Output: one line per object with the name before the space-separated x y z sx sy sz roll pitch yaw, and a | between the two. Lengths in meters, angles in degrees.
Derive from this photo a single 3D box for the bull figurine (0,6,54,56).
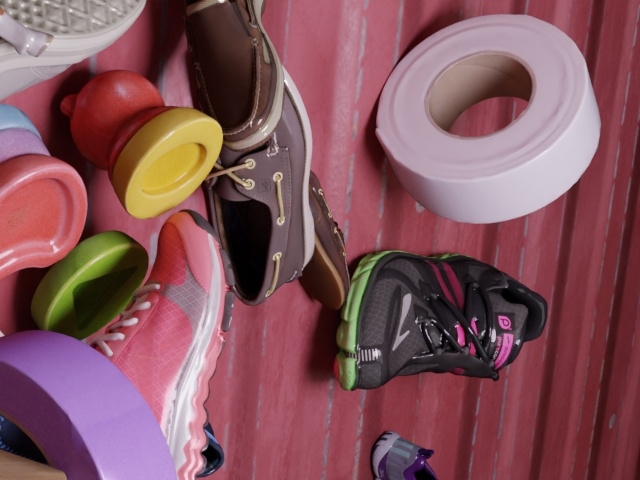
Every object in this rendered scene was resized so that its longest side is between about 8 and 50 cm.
bull figurine | -0.229 -0.294 1.074 0.188 0.101 0.310 39 52 -14

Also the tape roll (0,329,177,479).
tape roll | -0.254 0.219 1.151 0.090 0.275 0.275 -18 117 -56

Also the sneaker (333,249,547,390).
sneaker | 0.179 0.109 1.898 0.483 0.202 0.185 -16 115 -55

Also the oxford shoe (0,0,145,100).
oxford shoe | -0.303 -0.167 1.095 0.130 0.169 0.449 -43 -178 40

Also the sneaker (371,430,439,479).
sneaker | 0.139 0.396 2.053 0.083 0.098 0.224 -47 138 -39

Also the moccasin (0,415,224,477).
moccasin | -0.206 0.182 1.366 0.342 0.117 0.138 12 109 -58

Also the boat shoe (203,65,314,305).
boat shoe | -0.078 -0.069 1.499 0.097 0.116 0.324 -51 147 -40

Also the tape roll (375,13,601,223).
tape roll | 0.221 -0.163 1.777 0.286 0.286 0.100 -61 147 -22

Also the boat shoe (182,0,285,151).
boat shoe | -0.103 -0.207 1.352 0.095 0.095 0.257 44 28 -50

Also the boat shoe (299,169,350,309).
boat shoe | 0.000 0.000 1.688 0.073 0.073 0.207 -53 143 -29

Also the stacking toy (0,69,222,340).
stacking toy | -0.268 -0.026 1.261 0.309 0.130 0.279 -21 147 -49

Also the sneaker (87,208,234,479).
sneaker | -0.168 0.111 1.247 0.136 0.116 0.314 14 71 -23

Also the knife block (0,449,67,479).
knife block | -0.364 0.218 1.009 0.242 0.275 0.088 -24 124 -62
